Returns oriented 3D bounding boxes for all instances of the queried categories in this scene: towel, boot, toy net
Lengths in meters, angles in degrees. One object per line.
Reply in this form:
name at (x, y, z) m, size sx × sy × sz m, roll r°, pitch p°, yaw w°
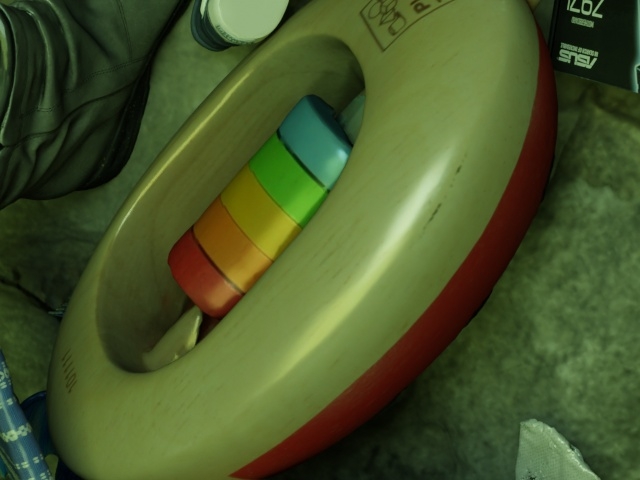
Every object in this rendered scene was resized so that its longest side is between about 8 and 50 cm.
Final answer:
towel at (-0.190, 0.161, 1.075) m, size 0.040 × 0.243 × 0.336 m, roll -23°, pitch 94°, yaw -14°
boot at (-0.177, -0.165, 1.080) m, size 0.118 × 0.222 × 0.338 m, roll 18°, pitch 107°, yaw 15°
boot at (-0.037, -0.222, 1.104) m, size 0.069 × 0.086 × 0.190 m, roll 31°, pitch 80°, yaw -19°
toy net at (0.191, 0.234, 1.142) m, size 0.122 × 0.045 × 0.232 m, roll -18°, pitch 93°, yaw 51°

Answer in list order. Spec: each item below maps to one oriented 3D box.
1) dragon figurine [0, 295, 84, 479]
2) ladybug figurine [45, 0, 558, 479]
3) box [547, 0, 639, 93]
dragon figurine at (-0.192, 0.158, 1.230) m, size 0.144 × 0.085 × 0.289 m, roll 35°, pitch 110°, yaw 9°
ladybug figurine at (0.000, 0.000, 1.047) m, size 0.162 × 0.305 × 0.449 m, roll 34°, pitch 110°, yaw -33°
box at (0.235, -0.161, 0.971) m, size 0.180 × 0.077 × 0.147 m, roll 27°, pitch 115°, yaw 51°
